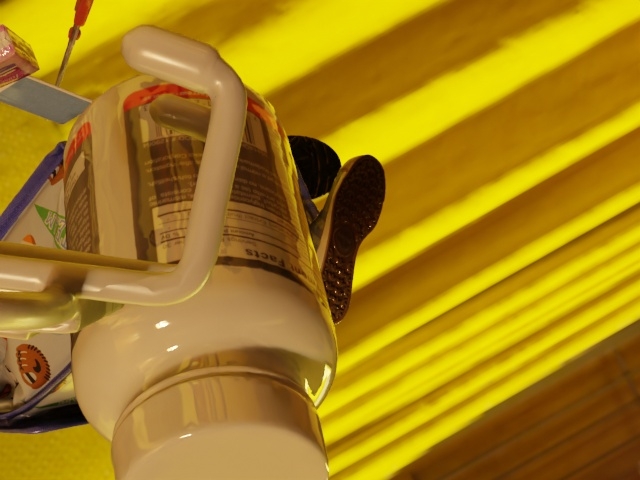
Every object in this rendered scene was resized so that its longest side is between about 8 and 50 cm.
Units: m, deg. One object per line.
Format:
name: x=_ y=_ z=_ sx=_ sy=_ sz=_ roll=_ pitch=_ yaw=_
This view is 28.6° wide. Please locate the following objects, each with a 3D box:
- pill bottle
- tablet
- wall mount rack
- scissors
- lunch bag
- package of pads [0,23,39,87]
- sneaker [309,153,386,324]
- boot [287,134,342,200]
pill bottle: x=-0.085 y=0.041 z=0.866 sx=0.176 sy=0.176 sz=0.318 roll=62 pitch=10 yaw=-45
tablet: x=-0.255 y=-0.130 z=1.159 sx=0.083 sy=0.054 sz=0.006 roll=20 pitch=56 yaw=-44
wall mount rack: x=-0.187 y=-0.042 z=0.514 sx=0.350 sy=0.304 sz=0.130 roll=176 pitch=-77 yaw=-85
scissors: x=-0.301 y=-0.279 z=1.574 sx=0.297 sy=0.021 sz=0.109 roll=123 pitch=-29 yaw=-47
lunch bag: x=-0.214 y=0.077 z=1.398 sx=0.328 sy=0.385 sz=0.239 roll=-3 pitch=60 yaw=-48
package of pads: x=-0.274 y=-0.154 z=1.064 sx=0.083 sy=0.050 sz=0.032 roll=56 pitch=12 yaw=-87
sneaker: x=0.000 y=0.000 z=1.268 sx=0.064 sy=0.086 sz=0.192 roll=38 pitch=57 yaw=-34
boot: x=-0.087 y=-0.088 z=1.776 sx=0.207 sy=0.246 sz=0.094 roll=-30 pitch=109 yaw=-85
